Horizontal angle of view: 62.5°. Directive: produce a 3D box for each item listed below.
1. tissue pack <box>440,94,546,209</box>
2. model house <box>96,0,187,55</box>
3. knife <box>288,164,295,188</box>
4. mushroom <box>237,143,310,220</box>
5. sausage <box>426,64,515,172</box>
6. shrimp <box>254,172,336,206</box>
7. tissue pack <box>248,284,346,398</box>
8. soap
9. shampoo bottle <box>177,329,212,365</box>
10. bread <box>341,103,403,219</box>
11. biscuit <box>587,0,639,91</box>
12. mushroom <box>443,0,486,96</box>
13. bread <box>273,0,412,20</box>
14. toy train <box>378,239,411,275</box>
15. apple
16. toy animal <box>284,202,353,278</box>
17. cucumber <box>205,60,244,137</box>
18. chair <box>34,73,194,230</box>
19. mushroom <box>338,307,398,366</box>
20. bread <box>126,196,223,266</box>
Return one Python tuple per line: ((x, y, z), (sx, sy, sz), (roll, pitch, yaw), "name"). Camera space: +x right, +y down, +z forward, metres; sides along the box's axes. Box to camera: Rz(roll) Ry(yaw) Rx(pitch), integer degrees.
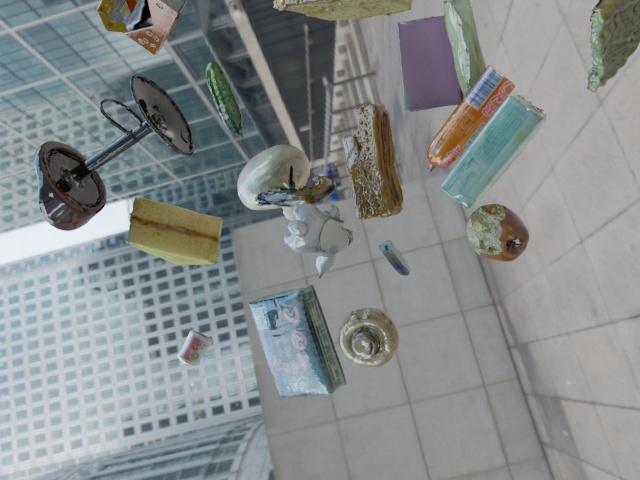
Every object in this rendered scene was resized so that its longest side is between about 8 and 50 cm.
((0.619, -0.321, 1.881), (0.162, 0.388, 0.287), (39, -152, 10), "tissue pack")
((-0.460, -0.580, 1.396), (0.207, 0.219, 0.136), (-6, -117, -48), "model house")
((-0.096, -0.211, 1.773), (0.245, 0.019, 0.072), (-141, 57, -89), "knife")
((-0.183, -0.248, 2.134), (0.356, 0.315, 0.315), (24, -129, -84), "mushroom")
((0.385, -0.309, 1.415), (0.093, 0.312, 0.093), (29, -156, -14), "sausage")
((-0.080, -0.171, 1.785), (0.222, 0.290, 0.054), (-56, -45, -54), "shrimp")
((-0.076, 0.306, 1.567), (0.103, 0.227, 0.316), (-20, -88, -50), "tissue pack")
((0.327, -0.520, 1.565), (0.081, 0.181, 0.260), (-55, -42, -74), "soap")
((-0.367, 0.316, 1.523), (0.072, 0.099, 0.043), (33, 174, -27), "shampoo bottle")
((0.168, -0.260, 1.762), (0.109, 0.185, 0.381), (-19, -77, -44), "bread")
((0.659, -0.460, 1.144), (0.036, 0.187, 0.273), (48, -174, 33), "biscuit")
((0.402, -0.508, 1.443), (0.312, 0.081, 0.100), (66, 175, -27), "mushroom")
((0.049, -0.620, 1.108), (0.207, 0.279, 0.279), (-11, -75, -43), "bread")
((0.291, 0.084, 1.965), (0.252, 0.055, 0.048), (46, -159, -47), "toy train")
((0.505, -0.014, 1.488), (0.147, 0.156, 0.158), (15, -157, -38), "apple")
((0.002, -0.007, 1.700), (0.208, 0.154, 0.325), (-56, -34, -20), "toy animal")
((-0.237, -0.343, 1.309), (0.250, 0.056, 0.056), (74, -176, -53), "cucumber")
((-0.541, -0.211, 1.326), (0.226, 0.401, 0.226), (54, -165, -22), "chair")
((0.127, 0.260, 1.416), (0.127, 0.166, 0.166), (-17, -87, -74), "mushroom")
((-0.443, -0.027, 1.632), (0.264, 0.163, 0.168), (35, -124, -63), "bread")
